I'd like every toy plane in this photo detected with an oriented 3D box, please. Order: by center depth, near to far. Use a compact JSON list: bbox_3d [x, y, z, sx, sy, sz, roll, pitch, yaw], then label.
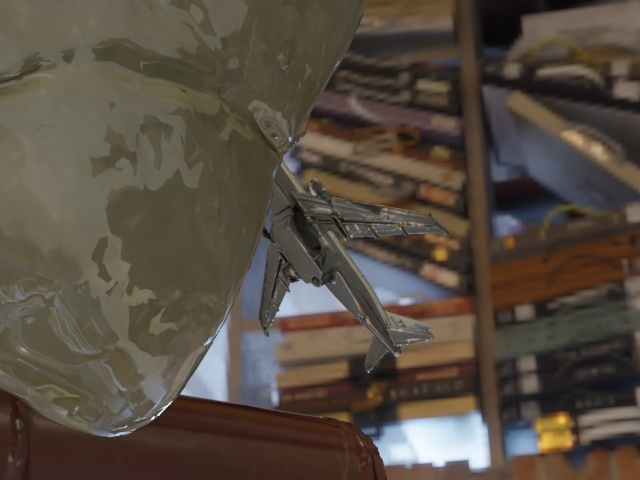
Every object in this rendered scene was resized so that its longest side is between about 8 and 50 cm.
[{"bbox_3d":[-0.001,0.003,1.116,0.226,0.226,0.058,48,-134,-10],"label":"toy plane"}]

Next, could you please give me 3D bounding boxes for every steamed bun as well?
[{"bbox_3d":[-0.119,-0.129,0.571,0.247,0.236,0.383,37,-167,-34],"label":"steamed bun"}]

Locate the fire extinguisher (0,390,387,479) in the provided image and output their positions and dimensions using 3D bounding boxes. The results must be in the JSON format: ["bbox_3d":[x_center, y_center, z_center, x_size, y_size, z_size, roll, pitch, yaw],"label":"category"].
[{"bbox_3d":[-0.138,0.125,0.750,0.337,0.147,0.106,15,-115,-34],"label":"fire extinguisher"}]
